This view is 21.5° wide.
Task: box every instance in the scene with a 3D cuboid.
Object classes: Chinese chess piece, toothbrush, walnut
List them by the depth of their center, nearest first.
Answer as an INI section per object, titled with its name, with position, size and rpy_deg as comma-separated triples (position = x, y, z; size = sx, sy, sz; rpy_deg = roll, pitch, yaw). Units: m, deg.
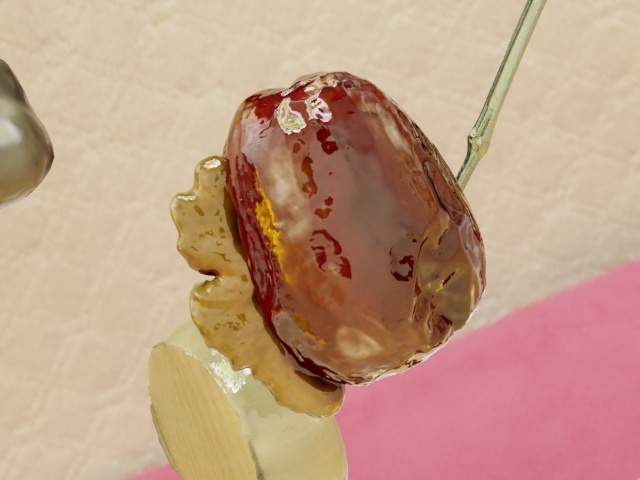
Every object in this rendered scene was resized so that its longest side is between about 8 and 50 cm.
[walnut]
position = 0.000, 0.000, 1.389
size = 0.243, 0.222, 0.269
rpy_deg = -26, 99, 11
[toothbrush]
position = 0.159, -0.121, 1.596
size = 0.028, 0.026, 0.294
rpy_deg = 8, 116, -40
[Chinese chess piece]
position = -0.079, 0.189, 1.703
size = 0.103, 0.249, 0.250
rpy_deg = -26, 127, -27

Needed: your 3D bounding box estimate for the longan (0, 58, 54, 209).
[longan]
position = -0.221, -0.045, 0.748
size = 0.204, 0.185, 0.159
rpy_deg = 4, 164, -1
